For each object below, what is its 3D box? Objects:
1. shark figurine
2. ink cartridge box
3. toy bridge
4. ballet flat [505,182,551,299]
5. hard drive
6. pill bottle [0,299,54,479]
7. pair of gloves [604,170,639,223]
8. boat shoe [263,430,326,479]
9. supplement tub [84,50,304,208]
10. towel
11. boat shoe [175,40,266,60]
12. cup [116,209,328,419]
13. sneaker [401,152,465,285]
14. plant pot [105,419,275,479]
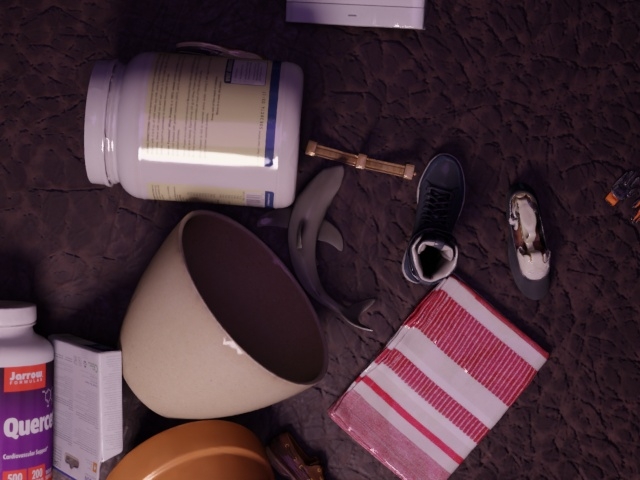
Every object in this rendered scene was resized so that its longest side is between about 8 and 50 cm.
[{"bbox_3d":[-0.011,0.027,1.837,0.166,0.116,0.278,-13,92,1],"label":"shark figurine"},{"bbox_3d":[-0.383,0.274,1.792,0.045,0.223,0.224,0,94,-35],"label":"ink cartridge box"},{"bbox_3d":[0.069,-0.132,1.853,0.188,0.063,0.026,14,92,0],"label":"toy bridge"},{"bbox_3d":[0.350,0.004,1.866,0.074,0.074,0.203,-10,94,-1],"label":"ballet flat"},{"bbox_3d":[0.066,-0.527,1.793,0.233,0.047,0.353,6,100,14],"label":"hard drive"},{"bbox_3d":[-0.526,0.264,1.798,0.181,0.181,0.323,1,93,-2],"label":"pill bottle"},{"bbox_3d":[0.537,-0.074,1.896,0.083,0.010,0.074,39,93,0],"label":"pair of gloves"},{"bbox_3d":[-0.018,0.398,1.879,0.178,0.064,0.060,44,93,-1],"label":"boat shoe"},{"bbox_3d":[-0.194,-0.177,1.758,0.325,0.235,0.235,4,93,-2],"label":"supplement tub"},{"bbox_3d":[0.203,0.248,1.892,0.237,0.037,0.329,40,91,-4],"label":"towel"},{"bbox_3d":[-0.168,-0.297,1.842,0.152,0.056,0.049,9,88,-2],"label":"boat shoe"},{"bbox_3d":[-0.184,0.151,1.758,0.237,0.331,0.331,-38,94,19],"label":"cup"},{"bbox_3d":[0.195,-0.034,1.814,0.086,0.163,0.226,13,91,-1],"label":"sneaker"},{"bbox_3d":[-0.183,0.456,1.738,0.291,0.203,0.291,-16,130,-20],"label":"plant pot"}]
